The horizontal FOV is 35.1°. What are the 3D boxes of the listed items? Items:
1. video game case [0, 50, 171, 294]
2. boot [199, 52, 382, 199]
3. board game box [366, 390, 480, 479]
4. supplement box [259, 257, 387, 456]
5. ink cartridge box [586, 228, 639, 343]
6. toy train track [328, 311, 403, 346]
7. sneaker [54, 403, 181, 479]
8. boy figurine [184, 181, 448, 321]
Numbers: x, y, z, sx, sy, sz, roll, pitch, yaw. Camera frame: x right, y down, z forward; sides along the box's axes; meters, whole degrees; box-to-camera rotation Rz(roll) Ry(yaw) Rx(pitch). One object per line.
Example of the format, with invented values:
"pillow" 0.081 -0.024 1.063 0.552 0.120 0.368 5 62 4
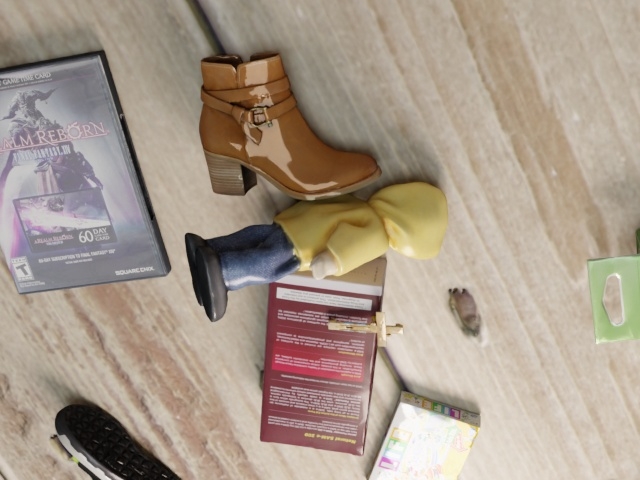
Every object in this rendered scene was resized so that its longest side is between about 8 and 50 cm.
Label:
"video game case" -0.301 -0.070 1.168 0.196 0.026 0.274 -7 116 12
"boot" -0.035 -0.124 1.073 0.197 0.073 0.152 -1 112 6
"board game box" 0.126 0.269 1.271 0.103 0.026 0.154 18 118 0
"supplement box" 0.002 0.133 1.195 0.130 0.073 0.239 8 116 5
"ink cartridge box" 0.397 0.044 1.093 0.209 0.062 0.109 -7 115 12
"toy train track" 0.051 0.094 1.121 0.083 0.014 0.048 3 124 11
"sneaker" -0.273 0.317 1.326 0.097 0.084 0.234 -37 106 25
"boy figurine" 0.000 0.000 1.085 0.285 0.177 0.092 -14 109 -19
